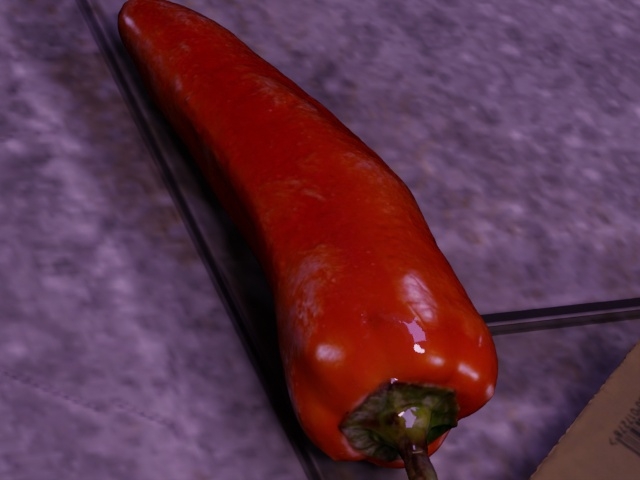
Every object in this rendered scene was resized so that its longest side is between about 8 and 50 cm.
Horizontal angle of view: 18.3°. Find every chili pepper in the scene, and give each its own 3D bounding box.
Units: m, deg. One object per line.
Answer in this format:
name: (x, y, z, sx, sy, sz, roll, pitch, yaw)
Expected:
chili pepper: (0.000, 0.000, 0.636, 0.071, 0.063, 0.272, 20, 29, -42)

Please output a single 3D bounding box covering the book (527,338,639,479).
book: (0.157, 0.139, 0.591, 0.231, 0.026, 0.161, 35, 43, 13)
